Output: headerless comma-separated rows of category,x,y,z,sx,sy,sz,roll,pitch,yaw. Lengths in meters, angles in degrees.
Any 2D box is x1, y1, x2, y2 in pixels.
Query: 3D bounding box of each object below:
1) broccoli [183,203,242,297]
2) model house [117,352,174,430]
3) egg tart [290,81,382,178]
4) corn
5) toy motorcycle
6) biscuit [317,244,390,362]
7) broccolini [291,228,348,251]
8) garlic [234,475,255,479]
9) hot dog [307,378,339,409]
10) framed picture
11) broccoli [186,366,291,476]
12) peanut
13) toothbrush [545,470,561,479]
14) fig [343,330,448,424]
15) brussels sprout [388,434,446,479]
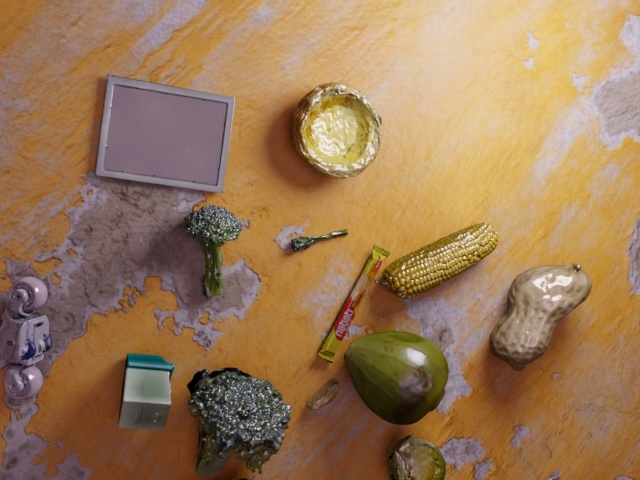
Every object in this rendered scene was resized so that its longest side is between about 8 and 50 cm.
broccoli,-0.230,0.026,1.574,0.118,0.122,0.204,2,109,0
model house,-0.366,0.306,1.543,0.101,0.149,0.127,7,137,-17
egg tart,0.033,-0.241,1.610,0.213,0.090,0.212,-2,98,-13
corn,0.275,0.051,1.695,0.310,0.101,0.101,-23,100,-11
toy motorcycle,-0.611,0.197,1.489,0.113,0.112,0.254,3,96,-15
biscuit,0.075,0.145,1.691,0.048,0.026,0.292,29,87,-35
broccolini,0.000,0.000,1.659,0.140,0.030,0.035,-12,106,-18
garlic,-0.197,0.641,1.573,0.238,0.210,0.291,-11,110,-2
hot dog,0.011,0.361,1.692,0.090,0.030,0.034,-42,112,-7
framed picture,-0.328,-0.222,1.556,0.274,0.017,0.217,9,93,-15
broccoli,-0.197,0.400,1.583,0.247,0.263,0.243,38,113,17
peanut,0.511,0.164,1.752,0.159,0.143,0.291,38,90,19
toothbrush,0.539,0.622,1.863,0.167,0.011,0.014,-19,95,-12
fig,0.173,0.297,1.640,0.230,0.207,0.207,40,85,-15
brussels sprout,0.226,0.537,1.733,0.139,0.100,0.181,-33,101,-20
